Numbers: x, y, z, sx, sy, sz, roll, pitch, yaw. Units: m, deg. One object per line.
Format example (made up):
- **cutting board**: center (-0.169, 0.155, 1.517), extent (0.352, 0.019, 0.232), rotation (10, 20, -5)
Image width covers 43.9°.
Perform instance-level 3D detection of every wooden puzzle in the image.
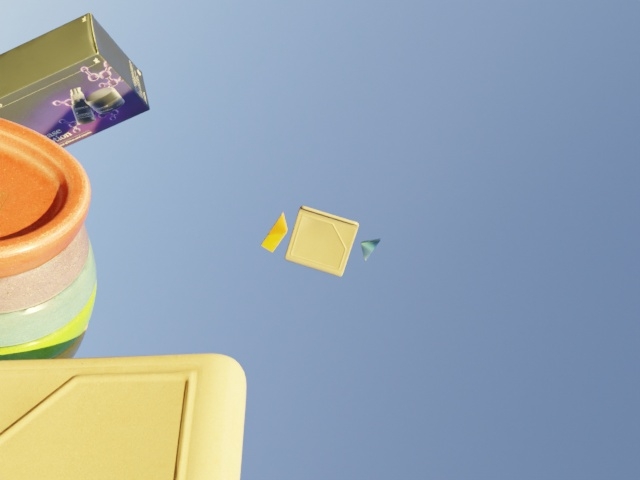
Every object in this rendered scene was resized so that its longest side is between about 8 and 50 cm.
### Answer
- **wooden puzzle**: center (-0.175, 0.185, 0.539), extent (0.238, 0.044, 0.221), rotation (0, -123, 3)
- **wooden puzzle**: center (0.000, 0.000, 0.871), extent (0.014, 0.116, 0.079), rotation (-74, -171, -62)

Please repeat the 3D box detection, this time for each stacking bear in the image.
- **stacking bear**: center (-0.280, 0.062, 0.693), extent (0.175, 0.164, 0.289), rotation (-82, -176, -48)

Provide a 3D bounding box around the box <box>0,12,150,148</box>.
- **box**: center (-0.466, -0.262, 1.404), extent (0.261, 0.184, 0.103), rotation (-22, -119, 8)
